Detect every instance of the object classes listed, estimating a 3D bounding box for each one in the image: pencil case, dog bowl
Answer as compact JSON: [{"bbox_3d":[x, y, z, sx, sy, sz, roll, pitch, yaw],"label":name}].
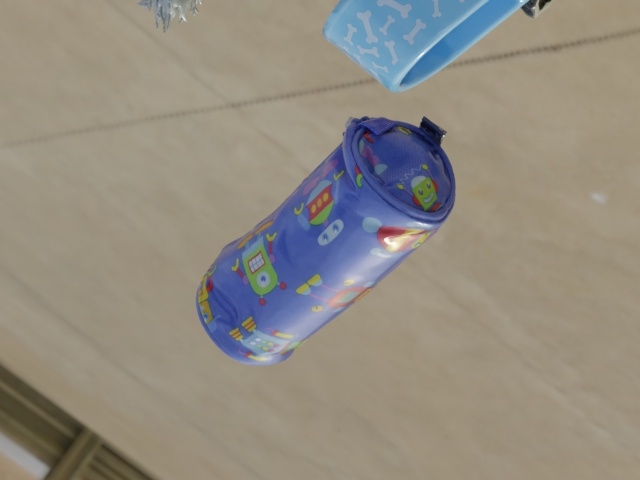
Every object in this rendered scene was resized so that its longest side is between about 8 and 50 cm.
[{"bbox_3d":[0.000,0.000,1.397,0.306,0.119,0.133,-43,70,40],"label":"pencil case"},{"bbox_3d":[0.139,-0.225,1.140,0.074,0.297,0.166,52,-172,6],"label":"dog bowl"}]

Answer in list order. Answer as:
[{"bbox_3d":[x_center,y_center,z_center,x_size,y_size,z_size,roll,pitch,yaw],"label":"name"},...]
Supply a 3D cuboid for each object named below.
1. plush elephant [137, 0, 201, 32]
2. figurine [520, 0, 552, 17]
[{"bbox_3d":[-0.218,-0.441,1.699,0.255,0.272,0.330,35,126,32],"label":"plush elephant"},{"bbox_3d":[0.219,-0.373,1.703,0.209,0.215,0.092,34,133,18],"label":"figurine"}]
